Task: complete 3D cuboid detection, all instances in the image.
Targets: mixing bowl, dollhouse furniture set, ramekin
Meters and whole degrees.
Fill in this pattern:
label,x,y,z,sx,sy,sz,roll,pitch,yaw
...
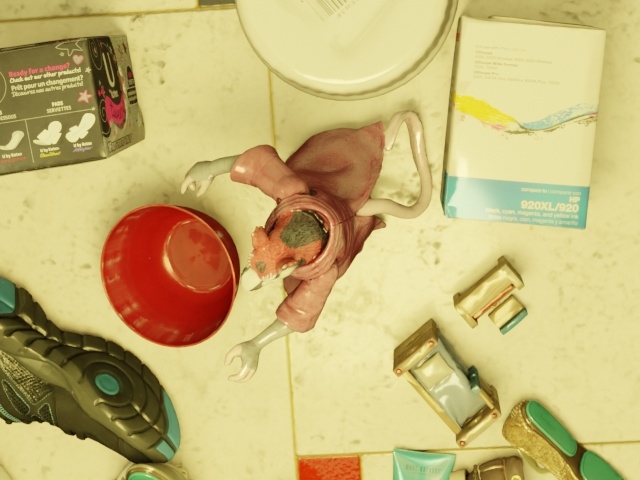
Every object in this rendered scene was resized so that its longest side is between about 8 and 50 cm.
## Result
label,x,y,z,sx,sy,sz,roll,pitch,yaw
mixing bowl,-0.168,0.032,1.853,0.181,0.098,0.181,6,108,21
dollhouse furniture set,0.198,0.134,1.839,0.183,0.129,0.129,-42,94,8
ramekin,0.027,-0.301,1.783,0.277,0.135,0.277,1,98,4

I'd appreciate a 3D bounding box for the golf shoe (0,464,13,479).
label,x,y,z,sx,sy,sz,roll,pitch,yaw
golf shoe,-0.381,0.355,1.931,0.094,0.077,0.198,-15,108,25

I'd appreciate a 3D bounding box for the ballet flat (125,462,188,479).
label,x,y,z,sx,sy,sz,roll,pitch,yaw
ballet flat,-0.182,0.319,1.879,0.072,0.068,0.213,-2,139,22

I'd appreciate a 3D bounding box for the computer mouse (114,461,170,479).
label,x,y,z,sx,sy,sz,roll,pitch,yaw
computer mouse,-0.252,0.348,1.947,0.106,0.042,0.193,43,104,2

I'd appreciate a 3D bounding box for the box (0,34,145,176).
label,x,y,z,sx,sy,sz,roll,pitch,yaw
box,-0.311,-0.164,1.768,0.163,0.247,0.142,-9,99,5

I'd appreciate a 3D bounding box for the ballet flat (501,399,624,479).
label,x,y,z,sx,sy,sz,roll,pitch,yaw
ballet flat,0.310,0.285,1.896,0.206,0.073,0.067,45,125,-1

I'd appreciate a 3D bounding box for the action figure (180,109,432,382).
label,x,y,z,sx,sy,sz,roll,pitch,yaw
action figure,0.000,0.000,1.709,0.275,0.370,0.248,-15,96,8

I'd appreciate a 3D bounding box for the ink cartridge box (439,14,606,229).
label,x,y,z,sx,sy,sz,roll,pitch,yaw
ink cartridge box,0.235,-0.145,1.774,0.168,0.171,0.233,5,99,3

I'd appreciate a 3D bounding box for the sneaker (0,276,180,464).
label,x,y,z,sx,sy,sz,roll,pitch,yaw
sneaker,-0.331,0.184,1.904,0.341,0.125,0.140,36,119,1

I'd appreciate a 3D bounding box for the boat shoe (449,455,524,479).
label,x,y,z,sx,sy,sz,roll,pitch,yaw
boat shoe,0.259,0.430,1.889,0.096,0.116,0.324,-20,91,10

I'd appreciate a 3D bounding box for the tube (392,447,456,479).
label,x,y,z,sx,sy,sz,roll,pitch,yaw
tube,0.119,0.370,1.925,0.080,0.052,0.207,7,93,-8
